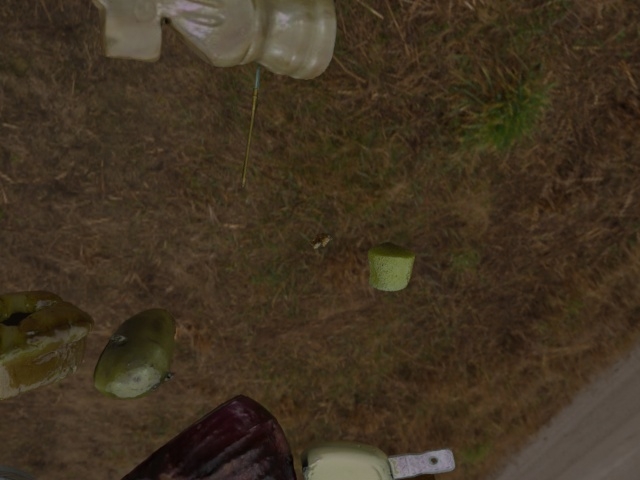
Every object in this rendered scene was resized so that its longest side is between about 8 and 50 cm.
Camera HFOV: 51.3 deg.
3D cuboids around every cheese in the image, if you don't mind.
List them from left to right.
[{"bbox_3d":[0.098,0.390,1.127,0.255,0.050,0.127,-10,100,11],"label":"cheese"}]

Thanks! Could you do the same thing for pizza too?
[{"bbox_3d":[0.000,0.000,1.578,0.016,0.037,0.083,27,156,-33],"label":"pizza"}]

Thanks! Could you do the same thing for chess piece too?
[{"bbox_3d":[-0.129,-0.276,0.805,0.300,0.137,0.137,-3,139,-36],"label":"chess piece"}]

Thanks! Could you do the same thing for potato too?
[{"bbox_3d":[-0.238,0.145,0.877,0.105,0.188,0.085,-19,108,8],"label":"potato"}]

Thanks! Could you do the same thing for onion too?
[{"bbox_3d":[-0.173,0.431,1.060,0.336,0.260,0.282,-41,163,13],"label":"onion"}]

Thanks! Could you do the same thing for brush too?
[{"bbox_3d":[-0.126,-0.202,1.218,0.010,0.218,0.082,7,172,-4],"label":"brush"}]

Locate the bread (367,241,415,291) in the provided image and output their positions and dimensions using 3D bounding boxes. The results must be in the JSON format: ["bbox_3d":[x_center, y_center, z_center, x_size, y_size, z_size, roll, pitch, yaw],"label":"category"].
[{"bbox_3d":[0.188,0.067,1.754,0.129,0.111,0.115,-14,115,-48],"label":"bread"}]

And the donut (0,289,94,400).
[{"bbox_3d":[-0.526,0.171,1.129,0.261,0.208,0.128,-9,113,-51],"label":"donut"}]

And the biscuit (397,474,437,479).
[{"bbox_3d":[0.197,0.613,1.526,0.212,0.238,0.041,-3,119,45],"label":"biscuit"}]

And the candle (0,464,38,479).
[{"bbox_3d":[-0.604,0.544,1.195,0.342,0.221,0.221,-46,131,11],"label":"candle"}]
